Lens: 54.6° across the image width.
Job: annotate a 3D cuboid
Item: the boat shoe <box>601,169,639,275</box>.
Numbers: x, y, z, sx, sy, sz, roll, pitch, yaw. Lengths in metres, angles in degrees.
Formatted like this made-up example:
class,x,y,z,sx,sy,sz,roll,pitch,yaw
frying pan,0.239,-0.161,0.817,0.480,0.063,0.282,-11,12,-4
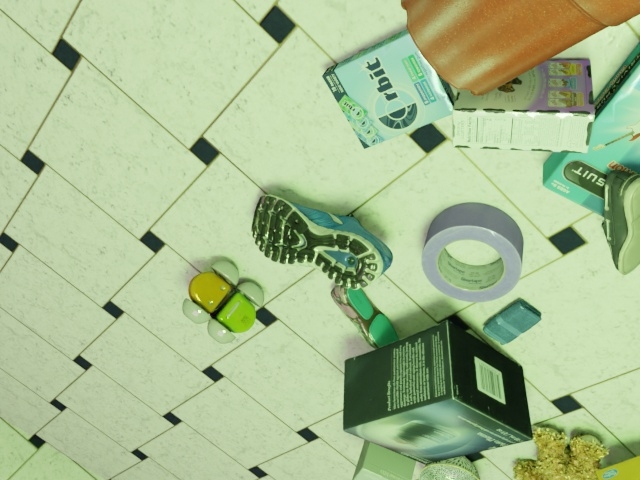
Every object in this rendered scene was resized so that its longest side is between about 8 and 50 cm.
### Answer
class,x,y,z,sx,sy,sz,roll,pitch,yaw
boat shoe,0.495,-0.030,1.009,0.075,0.065,0.206,-32,132,-11

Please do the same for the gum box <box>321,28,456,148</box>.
class,x,y,z,sx,sy,sz,roll,pitch,yaw
gum box,0.120,-0.261,1.073,0.184,0.041,0.157,-19,118,31

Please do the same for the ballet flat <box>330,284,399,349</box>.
class,x,y,z,sx,sy,sz,roll,pitch,yaw
ballet flat,0.101,0.182,1.420,0.221,0.077,0.079,52,145,-16

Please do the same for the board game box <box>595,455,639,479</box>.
class,x,y,z,sx,sy,sz,roll,pitch,yaw
board game box,0.806,0.551,1.370,0.316,0.064,0.242,-28,115,14

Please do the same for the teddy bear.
class,x,y,z,sx,sy,sz,roll,pitch,yaw
teddy bear,0.601,0.584,1.513,0.245,0.113,0.338,15,130,12

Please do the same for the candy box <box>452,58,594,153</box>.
class,x,y,z,sx,sy,sz,roll,pitch,yaw
candy box,0.310,-0.211,0.955,0.196,0.165,0.070,5,133,17

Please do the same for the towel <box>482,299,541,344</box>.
class,x,y,z,sx,sy,sz,roll,pitch,yaw
towel,0.406,0.173,1.315,0.067,0.029,0.119,35,132,-8

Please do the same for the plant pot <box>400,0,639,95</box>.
class,x,y,z,sx,sy,sz,roll,pitch,yaw
plant pot,0.268,-0.346,0.821,0.272,0.272,0.265,43,138,-15

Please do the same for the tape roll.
class,x,y,z,sx,sy,sz,roll,pitch,yaw
tape roll,0.296,0.026,1.207,0.188,0.080,0.189,11,130,14

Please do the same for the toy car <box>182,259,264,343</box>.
class,x,y,z,sx,sy,sz,roll,pitch,yaw
toy car,-0.238,0.146,1.484,0.182,0.159,0.136,42,164,-14

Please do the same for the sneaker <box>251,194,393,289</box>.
class,x,y,z,sx,sy,sz,roll,pitch,yaw
sneaker,0.000,0.000,1.264,0.330,0.147,0.130,27,108,27

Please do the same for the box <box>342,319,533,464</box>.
class,x,y,z,sx,sy,sz,roll,pitch,yaw
box,0.252,0.349,1.361,0.296,0.183,0.294,32,136,-32

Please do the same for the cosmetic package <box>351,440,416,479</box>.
class,x,y,z,sx,sy,sz,roll,pitch,yaw
cosmetic package,0.173,0.506,1.530,0.127,0.238,0.107,22,132,2

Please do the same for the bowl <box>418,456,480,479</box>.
class,x,y,z,sx,sy,sz,roll,pitch,yaw
bowl,0.352,0.616,1.654,0.170,0.080,0.170,10,130,13

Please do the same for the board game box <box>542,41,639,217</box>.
class,x,y,z,sx,sy,sz,roll,pitch,yaw
board game box,0.551,-0.166,0.957,0.253,0.079,0.336,27,131,0
